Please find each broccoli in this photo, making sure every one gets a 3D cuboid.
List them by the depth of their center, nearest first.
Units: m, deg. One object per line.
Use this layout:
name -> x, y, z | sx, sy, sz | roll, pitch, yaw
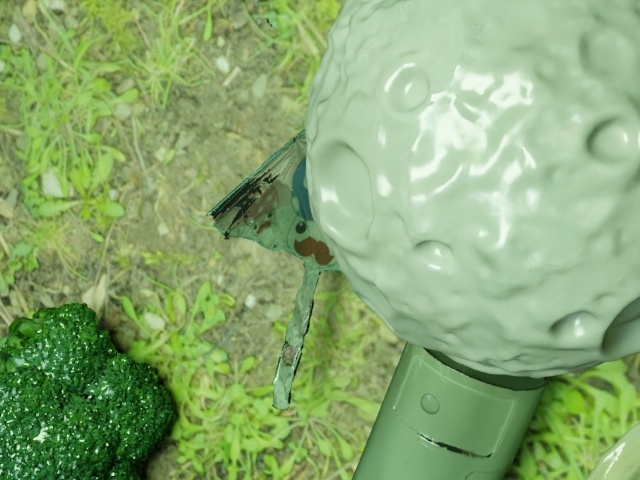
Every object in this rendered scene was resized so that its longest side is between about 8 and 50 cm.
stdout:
broccoli -> -0.301, 0.201, 1.410 | 0.294, 0.265, 0.245 | -38, 42, 25

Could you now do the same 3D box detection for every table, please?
table -> 0.101, 0.189, 1.183 | 0.126, 0.126, 0.220 | 29, 112, 26

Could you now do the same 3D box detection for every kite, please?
kite -> 0.000, 0.000, 1.237 | 0.335, 0.011, 0.314 | 18, 91, 47

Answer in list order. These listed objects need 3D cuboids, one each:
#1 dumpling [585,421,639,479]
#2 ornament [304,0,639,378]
dumpling -> 0.289, 0.220, 1.075 | 0.179, 0.131, 0.252 | 40, 110, 48
ornament -> 0.158, -0.060, 0.981 | 0.337, 0.337, 0.337 | 6, 101, 32
